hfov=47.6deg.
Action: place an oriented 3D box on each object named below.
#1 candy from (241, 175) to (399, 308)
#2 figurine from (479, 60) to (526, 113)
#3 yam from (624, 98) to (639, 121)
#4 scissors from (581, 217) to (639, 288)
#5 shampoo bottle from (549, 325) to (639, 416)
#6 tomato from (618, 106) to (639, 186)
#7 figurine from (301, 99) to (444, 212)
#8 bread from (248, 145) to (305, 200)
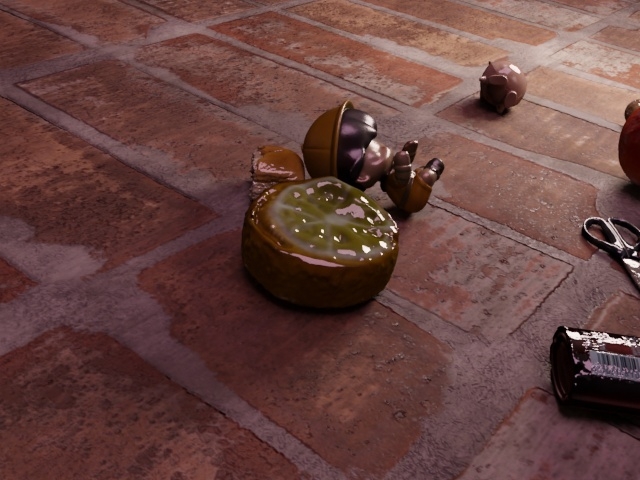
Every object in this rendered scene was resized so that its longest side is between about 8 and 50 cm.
[{"bbox_3d":[0.000,0.000,1.160,0.260,0.118,0.260,6,36,-4],"label":"candy"},{"bbox_3d":[0.455,-0.390,1.828,0.125,0.125,0.138,9,24,3],"label":"figurine"},{"bbox_3d":[0.798,-0.287,1.773,0.079,0.079,0.141,4,33,-4],"label":"yam"},{"bbox_3d":[0.550,0.044,1.280,0.109,0.022,0.300,1,35,-3],"label":"scissors"},{"bbox_3d":[0.487,0.192,0.992,0.323,0.084,0.129,8,37,-1],"label":"shampoo bottle"},{"bbox_3d":[0.724,-0.197,1.502,0.208,0.208,0.184,24,20,24],"label":"tomato"},{"bbox_3d":[0.088,-0.139,1.346,0.257,0.167,0.192,32,14,0],"label":"figurine"},{"bbox_3d":[-0.082,-0.127,1.363,0.106,0.082,0.125,-2,31,-1],"label":"bread"}]
